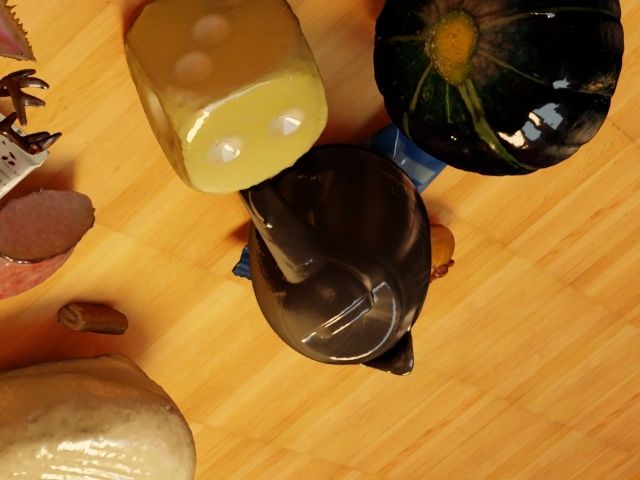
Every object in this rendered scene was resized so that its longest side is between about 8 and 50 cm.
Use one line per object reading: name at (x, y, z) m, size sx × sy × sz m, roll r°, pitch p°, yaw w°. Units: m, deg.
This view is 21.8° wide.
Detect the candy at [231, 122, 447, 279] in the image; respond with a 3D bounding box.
candy at (0.041, -0.048, 2.164) m, size 0.331 × 0.077 × 0.187 m, roll -39°, pitch 156°, yaw 15°

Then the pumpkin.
pumpkin at (0.213, -0.217, 1.876) m, size 0.296 × 0.296 × 0.296 m, roll -23°, pitch 149°, yaw -15°

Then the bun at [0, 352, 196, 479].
bun at (-0.336, 0.270, 2.138) m, size 0.365 × 0.219 × 0.365 m, roll -9°, pitch 140°, yaw -7°

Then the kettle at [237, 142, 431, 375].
kettle at (0.000, 0.000, 1.933) m, size 0.228 × 0.321 × 0.324 m, roll -35°, pitch -165°, yaw 9°

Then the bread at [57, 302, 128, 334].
bread at (-0.287, 0.100, 2.108) m, size 0.083 × 0.047 × 0.036 m, roll 8°, pitch 101°, yaw -50°

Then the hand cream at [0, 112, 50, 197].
hand cream at (-0.428, -0.009, 1.795) m, size 0.331 × 0.085 × 0.058 m, roll -43°, pitch -168°, yaw 22°

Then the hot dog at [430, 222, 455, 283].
hot dog at (0.123, 0.029, 2.299) m, size 0.102 × 0.076 × 0.249 m, roll -46°, pitch 163°, yaw 22°

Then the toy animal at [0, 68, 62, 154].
toy animal at (-0.398, -0.100, 1.618) m, size 0.260 × 0.087 × 0.243 m, roll -13°, pitch -178°, yaw -21°

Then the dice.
dice at (-0.100, -0.168, 1.765) m, size 0.169 × 0.166 × 0.169 m, roll -26°, pitch 149°, yaw -11°

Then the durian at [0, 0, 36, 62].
durian at (-0.360, -0.193, 1.517) m, size 0.182 × 0.132 × 0.165 m, roll -39°, pitch 157°, yaw -27°

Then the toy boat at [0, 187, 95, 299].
toy boat at (-0.375, 0.045, 1.905) m, size 0.282 × 0.096 × 0.206 m, roll -43°, pitch 178°, yaw 40°
